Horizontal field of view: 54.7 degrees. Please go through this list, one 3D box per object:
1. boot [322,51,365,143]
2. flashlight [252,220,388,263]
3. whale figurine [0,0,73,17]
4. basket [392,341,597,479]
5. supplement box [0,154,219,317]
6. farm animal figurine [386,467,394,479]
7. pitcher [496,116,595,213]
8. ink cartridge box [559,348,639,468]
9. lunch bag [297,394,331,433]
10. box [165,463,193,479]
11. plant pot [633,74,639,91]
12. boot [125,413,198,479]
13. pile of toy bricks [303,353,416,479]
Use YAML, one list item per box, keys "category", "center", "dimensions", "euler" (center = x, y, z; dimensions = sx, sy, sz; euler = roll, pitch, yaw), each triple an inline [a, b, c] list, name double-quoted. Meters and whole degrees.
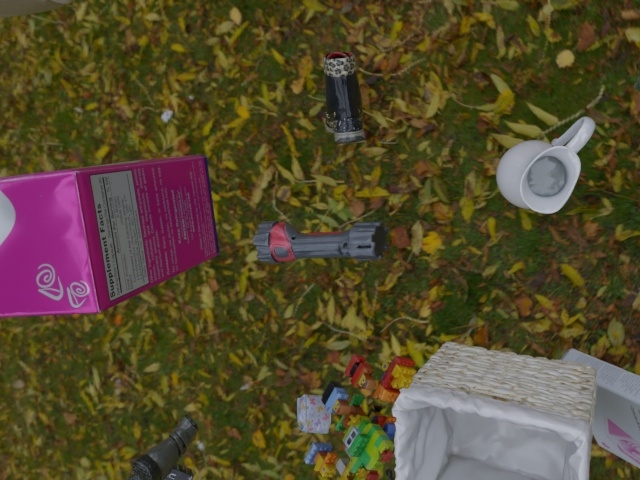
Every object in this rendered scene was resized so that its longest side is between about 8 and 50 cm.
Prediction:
- category: "boot"
  center: [0.047, -0.319, 1.337]
  dimensions: [0.085, 0.236, 0.179]
  euler: [-9, 113, -1]
- category: "flashlight"
  center: [0.000, 0.000, 1.371]
  dimensions: [0.304, 0.103, 0.103]
  euler: [-3, 77, 28]
- category: "whale figurine"
  center: [-0.366, -0.318, 0.661]
  dimensions: [0.216, 0.272, 0.141]
  euler: [13, 124, -6]
- category: "basket"
  center: [0.332, 0.393, 1.162]
  dimensions: [0.328, 0.266, 0.332]
  euler: [6, 110, 26]
- category: "supplement box"
  center: [-0.192, -0.014, 0.564]
  dimensions: [0.111, 0.220, 0.114]
  euler: [-4, 98, 16]
- category: "farm animal figurine"
  center: [0.032, 0.478, 0.708]
  dimensions: [0.172, 0.327, 0.330]
  euler: [19, 137, -7]
- category: "pitcher"
  center: [0.401, -0.136, 1.096]
  dimensions: [0.125, 0.207, 0.178]
  euler: [37, 99, 0]
- category: "ink cartridge box"
  center: [0.691, 0.399, 1.290]
  dimensions: [0.071, 0.324, 0.330]
  euler: [-43, 29, -14]
- category: "lunch bag"
  center: [-0.016, 0.407, 1.444]
  dimensions: [0.053, 0.071, 0.083]
  euler: [-45, 42, 49]
- category: "box"
  center: [-0.356, 0.571, 1.483]
  dimensions: [0.083, 0.052, 0.062]
  euler: [28, 82, -16]
- category: "plant pot"
  center: [0.556, -0.245, 0.857]
  dimensions: [0.165, 0.234, 0.165]
  euler: [41, 116, 16]
- category: "boot"
  center: [-0.344, 0.496, 1.393]
  dimensions: [0.083, 0.161, 0.246]
  euler: [41, 139, 11]
- category: "pile of toy bricks"
  center: [0.062, 0.260, 0.821]
  dimensions: [0.212, 0.118, 0.105]
  euler: [-64, 35, 14]
